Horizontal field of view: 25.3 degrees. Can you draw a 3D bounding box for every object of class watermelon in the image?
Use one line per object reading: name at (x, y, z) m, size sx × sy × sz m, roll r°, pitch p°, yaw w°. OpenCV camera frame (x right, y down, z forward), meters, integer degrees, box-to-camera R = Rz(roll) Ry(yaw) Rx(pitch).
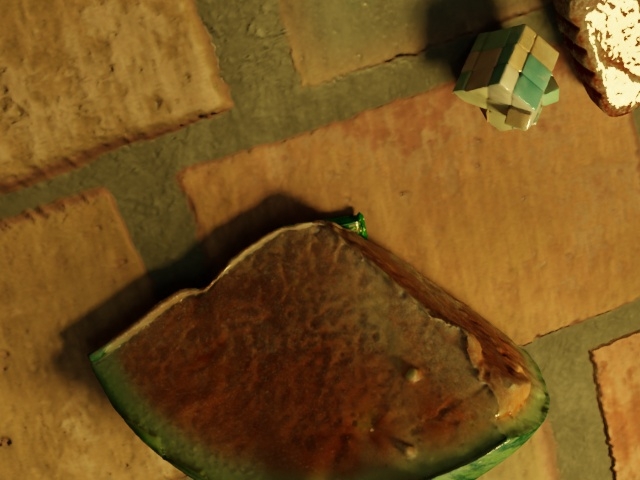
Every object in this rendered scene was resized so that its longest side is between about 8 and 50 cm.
watermelon at (0.023, 0.153, 1.207) m, size 0.292 × 0.222 × 0.319 m, roll -41°, pitch 126°, yaw 6°

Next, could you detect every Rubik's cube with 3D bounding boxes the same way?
Rubik's cube at (0.159, -0.131, 1.177) m, size 0.073 × 0.084 × 0.075 m, roll 33°, pitch 86°, yaw -26°

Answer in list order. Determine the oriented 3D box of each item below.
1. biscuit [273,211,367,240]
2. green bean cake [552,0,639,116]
biscuit at (0.000, 0.000, 1.237) m, size 0.089 × 0.016 × 0.046 m, roll -9°, pitch 122°, yaw -12°
green bean cake at (0.268, -0.187, 1.190) m, size 0.135 × 0.056 × 0.135 m, roll -27°, pitch 125°, yaw -1°
